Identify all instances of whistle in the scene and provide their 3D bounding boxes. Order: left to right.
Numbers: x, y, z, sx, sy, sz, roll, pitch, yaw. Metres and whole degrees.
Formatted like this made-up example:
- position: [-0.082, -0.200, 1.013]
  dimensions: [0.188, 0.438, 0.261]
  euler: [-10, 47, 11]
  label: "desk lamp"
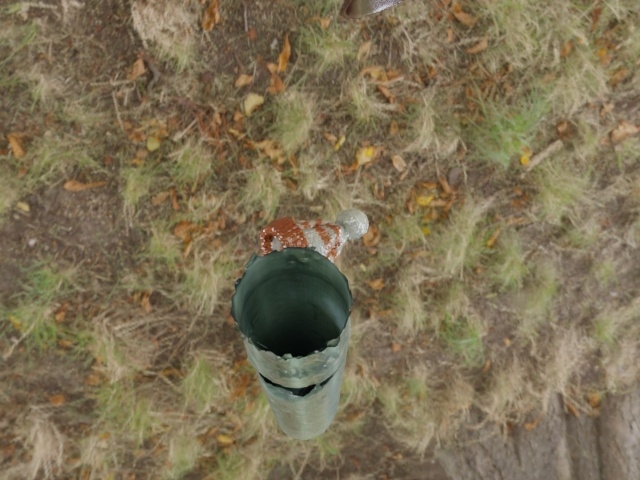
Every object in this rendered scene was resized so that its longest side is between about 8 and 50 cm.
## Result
- position: [-0.014, 0.090, 0.449]
  dimensions: [0.062, 0.062, 0.312]
  euler: [-2, 157, -1]
  label: "whistle"

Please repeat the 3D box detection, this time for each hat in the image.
- position: [0.000, 0.000, 0.976]
  dimensions: [0.162, 0.112, 0.094]
  euler: [-18, 147, -29]
  label: "hat"

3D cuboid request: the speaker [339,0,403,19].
- position: [0.078, -0.423, 0.620]
  dimensions: [0.259, 0.198, 0.330]
  euler: [-20, 97, 17]
  label: "speaker"
